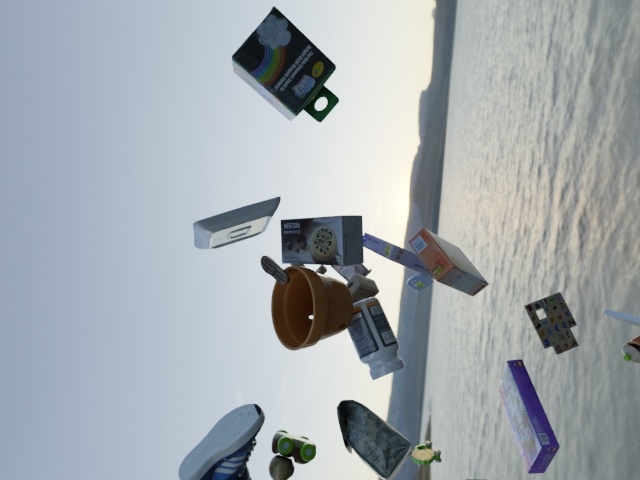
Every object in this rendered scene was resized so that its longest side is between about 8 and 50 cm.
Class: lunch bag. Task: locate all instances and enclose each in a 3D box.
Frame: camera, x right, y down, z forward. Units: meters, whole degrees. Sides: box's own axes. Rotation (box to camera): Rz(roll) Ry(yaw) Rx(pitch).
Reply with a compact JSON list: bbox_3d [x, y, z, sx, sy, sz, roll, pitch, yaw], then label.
[{"bbox_3d":[0.173,0.717,1.525,0.169,0.287,0.235,-46,-30,-18],"label":"lunch bag"}]

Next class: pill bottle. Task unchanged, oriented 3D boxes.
[{"bbox_3d":[0.198,0.366,1.570,0.162,0.162,0.278,49,-162,-70],"label":"pill bottle"}]

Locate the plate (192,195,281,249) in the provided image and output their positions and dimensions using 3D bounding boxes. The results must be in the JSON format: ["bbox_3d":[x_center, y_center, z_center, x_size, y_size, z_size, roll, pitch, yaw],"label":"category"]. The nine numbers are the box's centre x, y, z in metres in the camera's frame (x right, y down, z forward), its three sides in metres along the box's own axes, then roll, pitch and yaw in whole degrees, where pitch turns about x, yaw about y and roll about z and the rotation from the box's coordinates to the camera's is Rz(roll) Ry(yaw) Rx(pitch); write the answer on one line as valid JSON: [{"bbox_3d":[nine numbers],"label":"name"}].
[{"bbox_3d":[-0.271,-0.041,1.362,0.045,0.278,0.277,68,160,9],"label":"plate"}]

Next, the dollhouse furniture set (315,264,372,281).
[{"bbox_3d":[0.133,0.202,2.012,0.355,0.303,0.174,-47,-1,26],"label":"dollhouse furniture set"}]

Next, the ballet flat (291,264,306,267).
[{"bbox_3d":[-0.080,0.155,1.964,0.250,0.058,0.084,53,168,39],"label":"ballet flat"}]

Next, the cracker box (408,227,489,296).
[{"bbox_3d":[0.374,0.067,1.214,0.232,0.067,0.155,21,-150,-42],"label":"cracker box"}]

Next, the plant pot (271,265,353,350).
[{"bbox_3d":[-0.020,0.237,1.496,0.204,0.291,0.290,4,-89,-34],"label":"plant pot"}]

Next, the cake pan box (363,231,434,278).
[{"bbox_3d":[0.327,0.062,1.706,0.070,0.267,0.246,-65,25,5],"label":"cake pan box"}]

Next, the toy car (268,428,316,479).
[{"bbox_3d":[-0.106,0.733,1.357,0.155,0.149,0.188,123,165,-72],"label":"toy car"}]

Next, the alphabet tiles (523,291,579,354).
[{"bbox_3d":[1.022,0.365,1.825,0.009,0.198,0.237,115,137,-70],"label":"alphabet tiles"}]

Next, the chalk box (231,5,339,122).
[{"bbox_3d":[-0.082,-0.463,1.186,0.180,0.289,0.179,-49,15,2],"label":"chalk box"}]

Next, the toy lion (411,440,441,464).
[{"bbox_3d":[0.338,0.697,1.364,0.100,0.096,0.034,176,91,-79],"label":"toy lion"}]

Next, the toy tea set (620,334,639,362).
[{"bbox_3d":[1.014,0.413,1.171,0.336,0.124,0.200,38,156,57],"label":"toy tea set"}]

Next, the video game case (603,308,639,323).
[{"bbox_3d":[0.962,0.246,1.255,0.143,0.157,0.019,21,-94,-37],"label":"video game case"}]

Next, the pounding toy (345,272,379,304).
[{"bbox_3d":[0.148,0.213,1.786,0.141,0.130,0.100,-51,34,24],"label":"pounding toy"}]

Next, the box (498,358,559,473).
[{"bbox_3d":[0.672,0.572,1.373,0.293,0.057,0.200,-91,-6,-48],"label":"box"}]

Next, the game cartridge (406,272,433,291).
[{"bbox_3d":[0.311,0.132,1.328,0.017,0.056,0.083,-56,3,-35],"label":"game cartridge"}]

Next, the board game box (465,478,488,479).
[{"bbox_3d":[0.473,0.888,1.313,0.124,0.039,0.259,19,-105,-29],"label":"board game box"}]

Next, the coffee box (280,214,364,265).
[{"bbox_3d":[0.000,0.000,1.478,0.119,0.297,0.168,-4,-87,-48],"label":"coffee box"}]

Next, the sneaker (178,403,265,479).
[{"bbox_3d":[-0.258,0.688,1.331,0.323,0.130,0.236,-40,-58,-7],"label":"sneaker"}]

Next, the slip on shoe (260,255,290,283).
[{"bbox_3d":[-0.159,0.104,1.485,0.051,0.135,0.041,-57,-24,14],"label":"slip on shoe"}]
